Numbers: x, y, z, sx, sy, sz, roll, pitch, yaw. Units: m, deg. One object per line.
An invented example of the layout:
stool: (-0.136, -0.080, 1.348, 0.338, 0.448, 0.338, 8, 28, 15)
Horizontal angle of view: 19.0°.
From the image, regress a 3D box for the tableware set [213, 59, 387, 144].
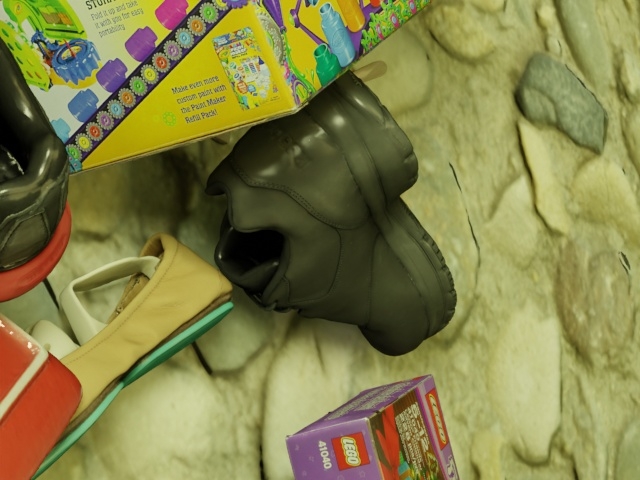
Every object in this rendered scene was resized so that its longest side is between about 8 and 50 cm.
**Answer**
tableware set: (-0.034, -0.117, 1.268, 0.194, 0.039, 0.128, 27, 60, -42)

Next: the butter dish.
butter dish: (-0.220, 0.082, 0.942, 0.160, 0.118, 0.160, 40, 20, -6)

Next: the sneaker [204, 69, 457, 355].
sneaker: (0.000, 0.000, 1.200, 0.130, 0.109, 0.286, -37, 146, -8)

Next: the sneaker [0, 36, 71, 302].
sneaker: (-0.222, -0.087, 0.897, 0.276, 0.135, 0.097, 41, 66, -5)

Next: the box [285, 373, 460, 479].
box: (0.064, 0.242, 1.202, 0.201, 0.057, 0.293, -16, 91, -76)

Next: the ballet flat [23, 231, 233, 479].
ballet flat: (-0.136, 0.066, 1.083, 0.073, 0.080, 0.232, 50, 38, -1)

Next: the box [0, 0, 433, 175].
box: (-0.067, -0.231, 1.085, 0.290, 0.177, 0.279, -42, 114, -52)
